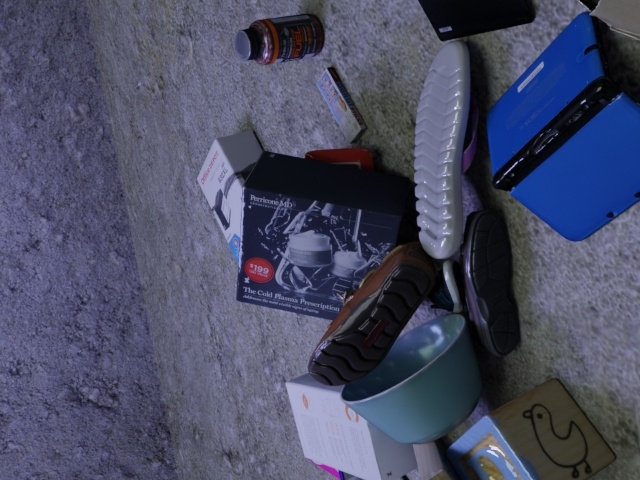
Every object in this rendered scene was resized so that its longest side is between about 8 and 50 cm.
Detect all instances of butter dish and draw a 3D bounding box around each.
[{"bbox_3d":[0.055,-0.149,1.775,0.160,0.118,0.159,-1,112,13],"label":"butter dish"}]

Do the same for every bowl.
[{"bbox_3d":[0.213,0.306,1.575,0.163,0.311,0.311,56,148,-6],"label":"bowl"}]

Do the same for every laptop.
[{"bbox_3d":[0.273,-0.521,1.349,0.234,0.137,0.264,7,85,55],"label":"laptop"}]

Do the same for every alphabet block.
[{"bbox_3d":[0.396,0.412,1.445,0.192,0.197,0.193,57,145,22],"label":"alphabet block"}]

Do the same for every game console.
[{"bbox_3d":[0.433,-0.180,1.261,0.293,0.173,0.250,130,148,-53],"label":"game console"}]

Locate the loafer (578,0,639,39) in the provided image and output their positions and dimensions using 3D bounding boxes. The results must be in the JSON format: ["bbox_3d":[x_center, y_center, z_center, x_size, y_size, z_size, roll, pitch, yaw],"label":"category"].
[{"bbox_3d":[0.445,-0.351,1.097,0.268,0.092,0.101,44,139,36],"label":"loafer"}]

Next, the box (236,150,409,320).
[{"bbox_3d":[0.000,0.000,1.695,0.344,0.179,0.312,11,123,5],"label":"box"}]

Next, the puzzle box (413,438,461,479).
[{"bbox_3d":[0.326,0.578,1.529,0.408,0.052,0.272,54,-175,-5],"label":"puzzle box"}]

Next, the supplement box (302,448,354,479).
[{"bbox_3d":[0.040,0.578,2.133,0.220,0.114,0.111,7,112,58],"label":"supplement box"}]

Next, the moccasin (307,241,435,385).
[{"bbox_3d":[0.099,0.157,1.583,0.139,0.147,0.380,27,114,-6],"label":"moccasin"}]

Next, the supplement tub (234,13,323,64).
[{"bbox_3d":[-0.099,-0.469,1.765,0.106,0.198,0.106,32,132,46],"label":"supplement tub"}]

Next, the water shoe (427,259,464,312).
[{"bbox_3d":[0.249,0.102,1.542,0.203,0.080,0.072,63,-151,-59],"label":"water shoe"}]

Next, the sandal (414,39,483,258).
[{"bbox_3d":[0.257,-0.173,1.466,0.169,0.102,0.416,-155,67,-67],"label":"sandal"}]

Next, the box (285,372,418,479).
[{"bbox_3d":[0.090,0.436,1.852,0.345,0.168,0.214,-5,101,58],"label":"box"}]

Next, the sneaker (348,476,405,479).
[{"bbox_3d":[0.128,0.680,2.067,0.271,0.108,0.100,-31,81,59],"label":"sneaker"}]

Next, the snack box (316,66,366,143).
[{"bbox_3d":[0.048,-0.319,1.779,0.178,0.022,0.064,63,147,15],"label":"snack box"}]

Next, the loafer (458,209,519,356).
[{"bbox_3d":[0.317,0.084,1.497,0.095,0.109,0.302,12,118,59],"label":"loafer"}]

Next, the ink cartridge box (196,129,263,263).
[{"bbox_3d":[-0.218,-0.125,2.177,0.307,0.129,0.223,62,147,16],"label":"ink cartridge box"}]
